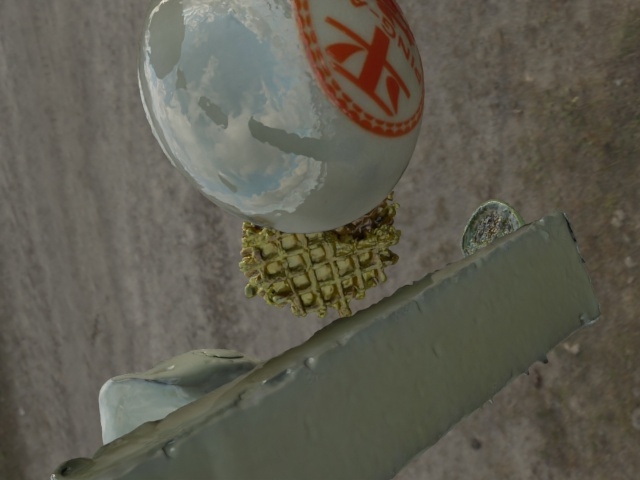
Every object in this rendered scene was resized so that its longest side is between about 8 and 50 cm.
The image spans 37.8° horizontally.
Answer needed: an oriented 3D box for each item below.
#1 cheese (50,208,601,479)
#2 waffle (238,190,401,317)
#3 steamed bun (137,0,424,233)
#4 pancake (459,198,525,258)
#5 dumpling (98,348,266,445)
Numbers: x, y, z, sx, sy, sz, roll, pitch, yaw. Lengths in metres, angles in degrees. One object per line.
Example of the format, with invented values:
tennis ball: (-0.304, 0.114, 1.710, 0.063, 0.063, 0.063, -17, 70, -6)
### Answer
cheese: (0.043, 0.067, 0.474, 0.034, 0.400, 0.085, -11, 97, 42)
waffle: (0.000, 0.000, 1.104, 0.070, 0.193, 0.197, -121, 41, -61)
steamed bun: (-0.011, -0.126, 0.681, 0.145, 0.232, 0.232, -26, 87, 43)
pancake: (0.224, -0.001, 1.224, 0.108, 0.017, 0.108, -19, 65, 46)
dumpling: (-0.169, 0.279, 1.378, 0.187, 0.318, 0.243, 9, 93, 48)
